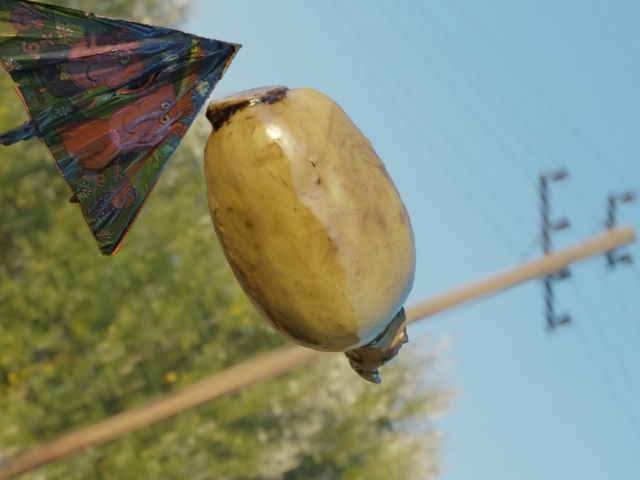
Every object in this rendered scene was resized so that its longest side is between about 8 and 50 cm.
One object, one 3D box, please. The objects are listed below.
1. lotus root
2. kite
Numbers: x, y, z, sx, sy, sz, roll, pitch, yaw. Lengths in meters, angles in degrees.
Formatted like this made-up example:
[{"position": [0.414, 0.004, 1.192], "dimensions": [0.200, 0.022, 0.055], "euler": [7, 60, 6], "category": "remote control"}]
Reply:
[{"position": [0.000, 0.000, 1.226], "dimensions": [0.221, 0.118, 0.125], "euler": [61, 27, -16], "category": "lotus root"}, {"position": [-0.170, -0.111, 1.590], "dimensions": [0.321, 0.234, 0.016], "euler": [68, -3, -47], "category": "kite"}]
